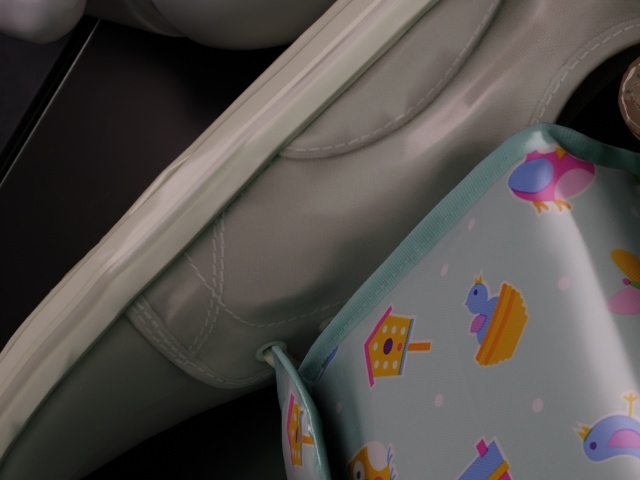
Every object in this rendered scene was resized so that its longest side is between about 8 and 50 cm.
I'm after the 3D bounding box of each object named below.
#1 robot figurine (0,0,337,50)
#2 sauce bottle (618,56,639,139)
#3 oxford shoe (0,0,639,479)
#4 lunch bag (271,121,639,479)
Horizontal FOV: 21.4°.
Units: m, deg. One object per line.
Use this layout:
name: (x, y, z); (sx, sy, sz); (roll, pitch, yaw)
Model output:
robot figurine: (-0.092, -0.205, 0.790); (0.353, 0.200, 0.300); (18, 57, 26)
sauce bottle: (0.156, -0.047, 0.694); (0.042, 0.128, 0.042); (-4, 79, 23)
oxford shoe: (0.000, 0.000, 0.752); (0.449, 0.169, 0.130); (-43, 87, 12)
lunch bag: (0.079, 0.119, 0.659); (0.262, 0.160, 0.223); (-42, 50, 39)
